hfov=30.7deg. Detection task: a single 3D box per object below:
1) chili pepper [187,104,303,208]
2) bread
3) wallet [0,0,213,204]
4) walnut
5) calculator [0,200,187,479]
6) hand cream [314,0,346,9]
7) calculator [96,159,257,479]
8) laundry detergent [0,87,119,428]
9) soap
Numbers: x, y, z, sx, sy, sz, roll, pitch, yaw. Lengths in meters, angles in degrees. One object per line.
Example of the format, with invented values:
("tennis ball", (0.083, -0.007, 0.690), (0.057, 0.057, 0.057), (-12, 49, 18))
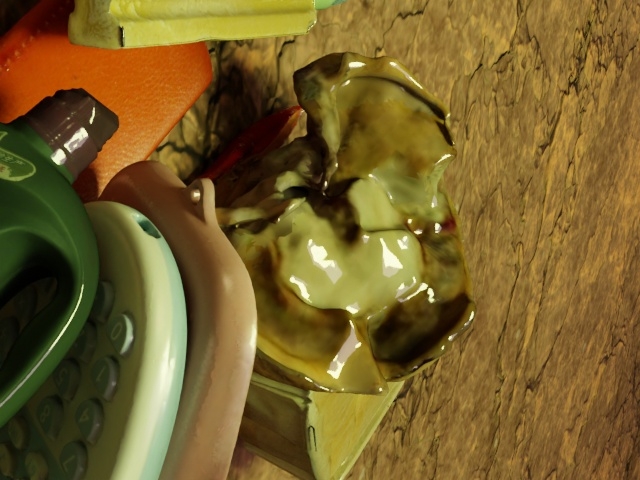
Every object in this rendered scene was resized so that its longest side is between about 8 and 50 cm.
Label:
("chili pepper", (-0.058, -0.063, 0.890), (0.178, 0.027, 0.045), (-51, 149, -38))
("bread", (0.001, 0.082, 0.982), (0.210, 0.110, 0.192), (-56, 153, -32))
("wallet", (-0.144, -0.084, 0.697), (0.204, 0.045, 0.142), (-55, 148, -32))
("walnut", (0.011, 0.004, 0.832), (0.238, 0.204, 0.141), (-51, -177, -20))
("calculator", (-0.152, 0.121, 0.620), (0.042, 0.188, 0.302), (10, 114, -39))
("hand cream", (-0.025, -0.205, 0.864), (0.175, 0.046, 0.095), (-21, 123, -50))
("calculator", (-0.121, 0.111, 0.656), (0.048, 0.220, 0.329), (9, 113, -32))
("laundry detergent", (-0.171, 0.014, 0.552), (0.222, 0.144, 0.078), (-44, 160, -19))
("soap", (-0.065, -0.168, 0.712), (0.252, 0.037, 0.092), (-25, 123, -63))
